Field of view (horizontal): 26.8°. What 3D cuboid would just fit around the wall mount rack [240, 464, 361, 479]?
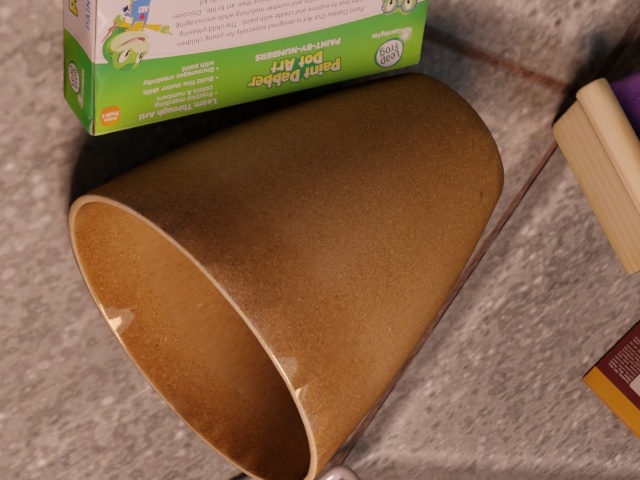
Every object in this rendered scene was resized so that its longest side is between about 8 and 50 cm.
[{"bbox_3d":[-0.025,0.373,1.295,0.304,0.130,0.350,-42,140,1],"label":"wall mount rack"}]

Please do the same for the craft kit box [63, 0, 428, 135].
[{"bbox_3d":[-0.033,-0.200,0.821,0.250,0.061,0.247,-15,132,-28],"label":"craft kit box"}]

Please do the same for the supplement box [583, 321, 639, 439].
[{"bbox_3d":[0.423,0.152,1.450,0.194,0.129,0.191,-46,141,6],"label":"supplement box"}]

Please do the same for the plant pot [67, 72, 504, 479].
[{"bbox_3d":[0.000,0.000,0.924,0.254,0.237,0.237,-38,143,-27],"label":"plant pot"}]

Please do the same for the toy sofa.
[{"bbox_3d":[0.388,-0.120,1.085,0.362,0.150,0.177,-24,171,-12],"label":"toy sofa"}]
